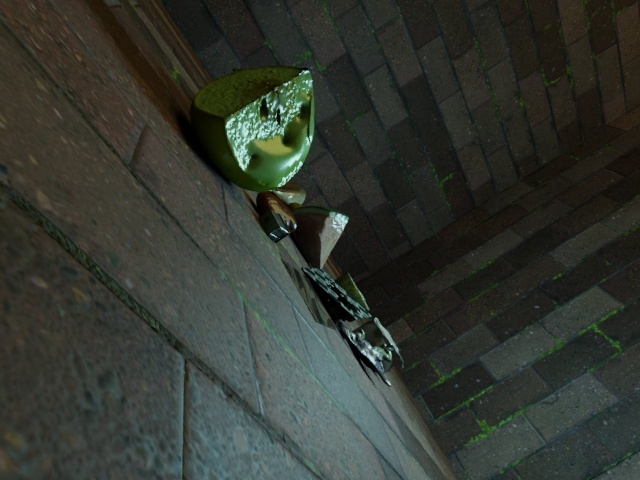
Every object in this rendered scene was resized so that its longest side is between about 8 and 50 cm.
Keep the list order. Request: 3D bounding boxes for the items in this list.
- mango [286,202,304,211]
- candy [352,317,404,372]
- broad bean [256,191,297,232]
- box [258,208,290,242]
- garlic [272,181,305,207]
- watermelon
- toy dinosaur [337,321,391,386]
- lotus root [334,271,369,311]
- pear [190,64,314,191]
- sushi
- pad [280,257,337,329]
[{"bbox_3d":[-0.088,-0.079,2.174,0.253,0.113,0.138,61,4,29],"label":"mango"},{"bbox_3d":[0.238,0.442,1.834,0.195,0.137,0.185,53,5,-48],"label":"candy"},{"bbox_3d":[-0.150,-0.089,1.456,0.165,0.084,0.114,49,9,-31],"label":"broad bean"},{"bbox_3d":[-0.143,-0.046,1.356,0.085,0.060,0.063,60,8,26],"label":"box"},{"bbox_3d":[-0.186,-0.230,2.339,0.196,0.151,0.338,30,15,-8],"label":"garlic"},{"bbox_3d":[0.024,-0.028,1.986,0.283,0.250,0.293,-11,-84,52],"label":"watermelon"},{"bbox_3d":[0.163,0.399,1.627,0.294,0.077,0.162,38,13,-4],"label":"toy dinosaur"},{"bbox_3d":[0.157,0.295,2.304,0.235,0.118,0.138,59,2,-6],"label":"lotus root"},{"bbox_3d":[-0.179,-0.284,1.220,0.238,0.342,0.318,21,-42,33],"label":"pear"},{"bbox_3d":[0.048,0.217,1.705,0.292,0.059,0.294,43,7,18],"label":"sushi"},{"bbox_3d":[-0.028,0.179,1.408,0.220,0.004,0.330,59,3,19],"label":"pad"}]
